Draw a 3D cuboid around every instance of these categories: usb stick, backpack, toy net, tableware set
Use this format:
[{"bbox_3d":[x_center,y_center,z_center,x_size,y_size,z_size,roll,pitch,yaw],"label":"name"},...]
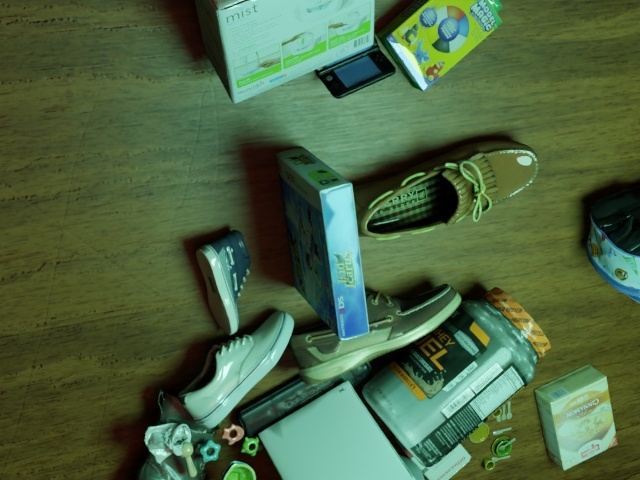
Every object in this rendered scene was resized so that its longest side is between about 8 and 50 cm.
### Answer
[{"bbox_3d":[-0.031,0.298,1.867,0.278,0.045,0.077,-28,109,-9],"label":"usb stick"},{"bbox_3d":[0.664,0.000,1.918,0.263,0.276,0.213,-8,124,-15],"label":"backpack"},{"bbox_3d":[-0.207,0.379,1.753,0.232,0.045,0.122,32,81,-29],"label":"toy net"},{"bbox_3d":[0.368,0.420,2.073,0.104,0.024,0.154,-10,112,-17],"label":"tableware set"}]

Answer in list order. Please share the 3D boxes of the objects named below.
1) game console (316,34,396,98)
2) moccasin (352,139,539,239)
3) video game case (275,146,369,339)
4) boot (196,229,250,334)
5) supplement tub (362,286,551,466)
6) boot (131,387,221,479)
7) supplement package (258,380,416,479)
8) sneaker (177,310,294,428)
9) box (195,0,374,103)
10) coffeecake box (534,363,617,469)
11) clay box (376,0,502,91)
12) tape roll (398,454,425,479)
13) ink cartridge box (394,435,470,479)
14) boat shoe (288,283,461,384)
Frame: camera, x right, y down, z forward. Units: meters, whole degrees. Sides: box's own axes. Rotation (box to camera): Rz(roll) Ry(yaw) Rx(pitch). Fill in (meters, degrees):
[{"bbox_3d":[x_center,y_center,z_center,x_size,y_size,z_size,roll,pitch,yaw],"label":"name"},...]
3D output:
[{"bbox_3d":[0.053,-0.318,1.664,0.122,0.107,0.071,-25,144,-10],"label":"game console"},{"bbox_3d":[0.232,-0.091,1.768,0.380,0.147,0.139,-12,113,-16],"label":"moccasin"},{"bbox_3d":[0.000,0.000,1.659,0.061,0.244,0.269,-13,113,-14],"label":"video game case"},{"bbox_3d":[-0.157,0.077,1.731,0.086,0.069,0.190,-31,129,-29],"label":"boot"},{"bbox_3d":[0.265,0.258,1.873,0.338,0.207,0.207,-40,117,-4],"label":"supplement tub"},{"bbox_3d":[-0.223,0.401,1.812,0.263,0.091,0.229,23,91,-33],"label":"boot"},{"bbox_3d":[0.041,0.436,1.799,0.204,0.262,0.145,-30,138,-8],"label":"supplement package"},{"bbox_3d":[-0.151,0.217,1.746,0.091,0.094,0.258,47,70,-22],"label":"sneaker"},{"bbox_3d":[-0.054,-0.368,1.510,0.262,0.126,0.231,-25,154,-10],"label":"box"},{"bbox_3d":[0.557,0.385,2.106,0.142,0.068,0.185,-23,116,-13],"label":"coffeecake box"},{"bbox_3d":[0.222,-0.385,1.711,0.222,0.053,0.127,-42,118,-2],"label":"clay box"},{"bbox_3d":[0.109,0.522,1.902,0.219,0.219,0.072,-27,115,-10],"label":"tape roll"},{"bbox_3d":[0.233,0.430,2.006,0.099,0.056,0.135,-40,117,-3],"label":"ink cartridge box"},{"bbox_3d":[0.100,0.146,1.816,0.342,0.123,0.123,-24,96,-8],"label":"boat shoe"}]
